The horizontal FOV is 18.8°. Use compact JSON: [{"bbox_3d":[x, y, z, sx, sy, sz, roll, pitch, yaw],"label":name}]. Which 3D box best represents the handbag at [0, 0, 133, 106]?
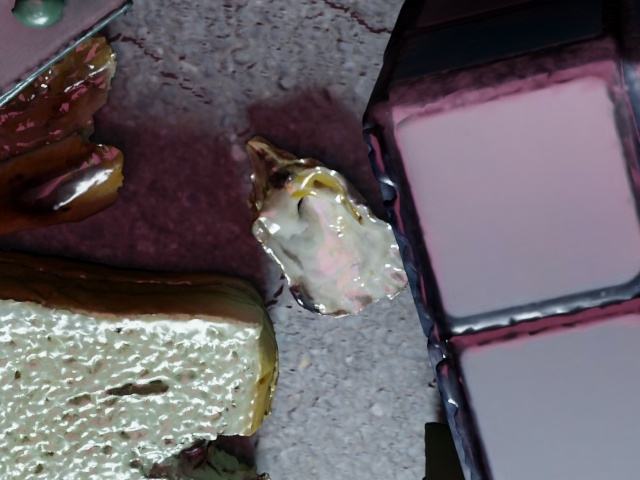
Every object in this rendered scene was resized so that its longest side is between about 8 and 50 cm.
[{"bbox_3d":[-0.305,-0.198,1.333,0.274,0.100,0.268,-33,92,10],"label":"handbag"}]

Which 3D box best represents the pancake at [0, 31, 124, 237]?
[{"bbox_3d":[-0.257,-0.071,1.424,0.212,0.056,0.257,44,108,-8],"label":"pancake"}]

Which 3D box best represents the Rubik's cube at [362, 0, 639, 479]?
[{"bbox_3d":[0.225,-0.022,1.250,0.313,0.318,0.316,-13,109,13],"label":"Rubik's cube"}]

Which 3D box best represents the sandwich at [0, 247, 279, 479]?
[{"bbox_3d":[-0.158,0.150,1.462,0.249,0.095,0.273,4,111,-4],"label":"sandwich"}]

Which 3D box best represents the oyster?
[{"bbox_3d":[0.000,0.000,1.427,0.146,0.045,0.121,15,107,-7],"label":"oyster"}]

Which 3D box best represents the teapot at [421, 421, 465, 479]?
[{"bbox_3d":[0.248,0.244,1.421,0.337,0.200,0.270,-3,134,5],"label":"teapot"}]
